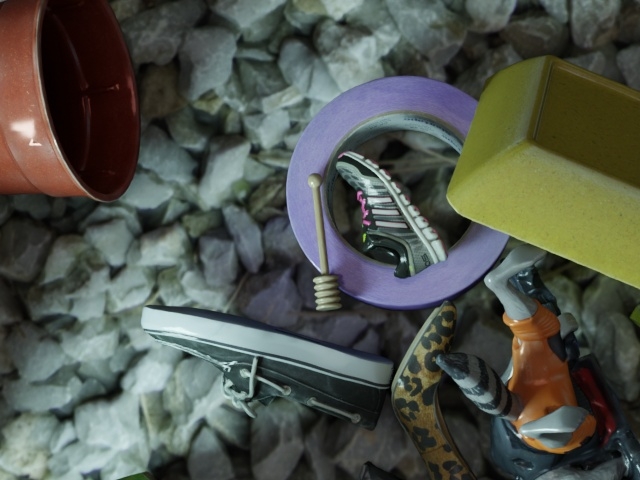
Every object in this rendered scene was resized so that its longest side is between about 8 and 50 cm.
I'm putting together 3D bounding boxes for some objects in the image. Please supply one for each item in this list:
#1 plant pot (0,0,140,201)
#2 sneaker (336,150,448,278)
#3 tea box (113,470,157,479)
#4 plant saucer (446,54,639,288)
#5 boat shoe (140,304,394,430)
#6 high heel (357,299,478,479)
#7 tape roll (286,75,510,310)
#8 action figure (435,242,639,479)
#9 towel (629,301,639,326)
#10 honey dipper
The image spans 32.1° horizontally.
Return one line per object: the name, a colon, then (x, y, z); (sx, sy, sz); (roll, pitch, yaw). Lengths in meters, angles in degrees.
plant pot: (-0.392, -0.166, 1.337); (0.265, 0.272, 0.273); (-6, 81, 13)
sneaker: (0.066, -0.025, 1.264); (0.074, 0.063, 0.170); (-40, 85, -7)
tea box: (-0.184, 0.445, 1.184); (0.329, 0.323, 0.220); (42, 89, 9)
plant saucer: (0.325, -0.082, 1.198); (0.332, 0.333, 0.081); (23, 126, 3)
boat shoe: (-0.071, 0.154, 1.323); (0.306, 0.113, 0.105); (15, 90, -7)
high heel: (0.167, 0.215, 1.290); (0.186, 0.093, 0.261); (22, 100, 14)
tape roll: (0.100, -0.055, 1.342); (0.274, 0.090, 0.275); (-1, 81, 6)
action figure: (0.217, 0.145, 1.203); (0.178, 0.330, 0.341); (-23, 54, -1)
towel: (0.415, 0.077, 1.329); (0.060, 0.009, 0.083); (39, 88, 9)
honey dipper: (0.000, 0.000, 1.286); (0.030, 0.030, 0.161); (-9, 79, 5)
